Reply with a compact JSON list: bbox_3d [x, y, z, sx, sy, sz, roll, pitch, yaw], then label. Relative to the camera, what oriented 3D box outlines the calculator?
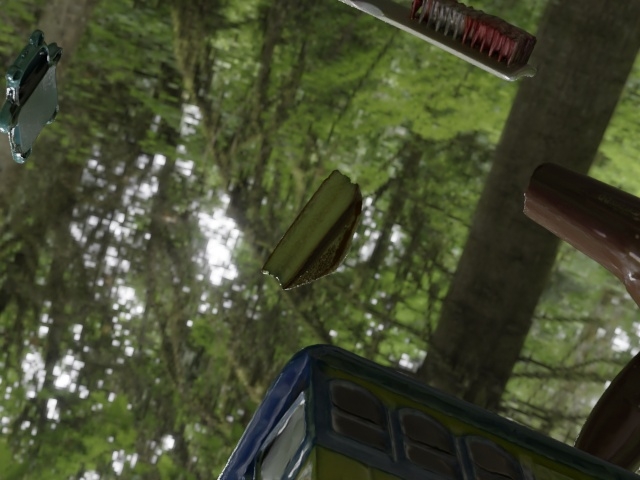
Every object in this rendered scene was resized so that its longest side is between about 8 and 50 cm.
[{"bbox_3d":[-0.247,-0.122,0.862,0.019,0.094,0.141,26,154,0],"label":"calculator"}]

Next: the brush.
[{"bbox_3d":[0.081,-0.246,1.045,0.321,0.050,0.060,31,-148,29],"label":"brush"}]

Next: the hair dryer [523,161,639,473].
[{"bbox_3d":[0.232,0.096,0.830,0.313,0.340,0.123,29,157,37],"label":"hair dryer"}]

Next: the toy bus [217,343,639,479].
[{"bbox_3d":[0.092,0.182,0.442,0.288,0.138,0.175,24,-160,-12],"label":"toy bus"}]

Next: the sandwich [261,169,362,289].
[{"bbox_3d":[0.000,0.000,0.641,0.031,0.083,0.044,32,168,30],"label":"sandwich"}]
